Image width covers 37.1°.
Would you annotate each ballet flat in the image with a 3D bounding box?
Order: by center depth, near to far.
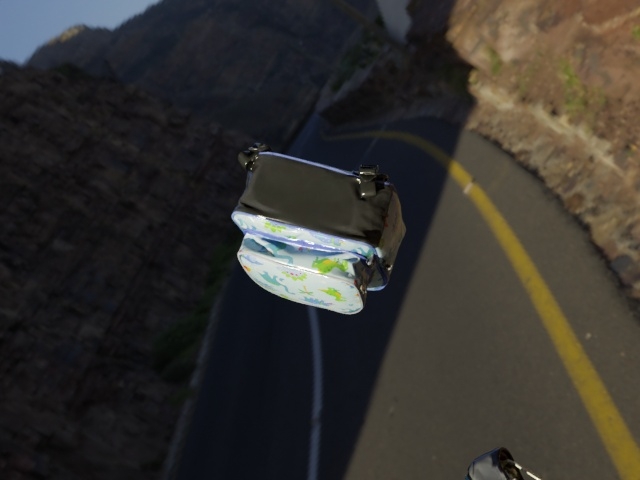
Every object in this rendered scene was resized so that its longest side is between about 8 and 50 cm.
[{"bbox_3d":[0.238,0.301,1.016,0.074,0.074,0.203,-54,53,18],"label":"ballet flat"}]

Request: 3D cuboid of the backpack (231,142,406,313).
[{"bbox_3d":[0.000,0.000,0.631,0.114,0.105,0.084,52,-127,-68],"label":"backpack"}]
